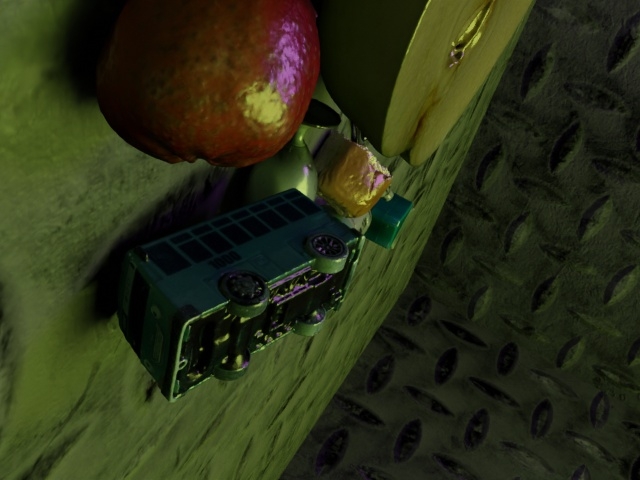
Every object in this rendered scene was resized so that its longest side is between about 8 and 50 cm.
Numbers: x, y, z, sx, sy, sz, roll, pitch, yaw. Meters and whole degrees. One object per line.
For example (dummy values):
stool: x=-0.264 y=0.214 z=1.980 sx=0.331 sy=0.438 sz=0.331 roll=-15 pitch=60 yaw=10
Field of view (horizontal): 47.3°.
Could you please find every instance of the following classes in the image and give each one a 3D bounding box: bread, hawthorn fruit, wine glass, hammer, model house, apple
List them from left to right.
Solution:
hawthorn fruit: x=-0.075 y=-0.148 z=0.537 sx=0.157 sy=0.157 sz=0.193 roll=48 pitch=53 yaw=-77
wine glass: x=-0.047 y=-0.074 z=0.913 sx=0.093 sy=0.093 sz=0.202 roll=-43 pitch=157 yaw=-56
bread: x=0.048 y=-0.099 z=1.163 sx=0.125 sy=0.082 sz=0.106 roll=42 pitch=68 yaw=-35
hammer: x=0.063 y=-0.200 z=1.245 sx=0.078 sy=0.021 sz=0.201 roll=-58 pitch=167 yaw=-17
model house: x=0.152 y=-0.054 z=1.747 sx=0.127 sy=0.101 sz=0.149 roll=-62 pitch=170 yaw=2
apple: x=0.150 y=-0.264 z=0.864 sx=0.360 sy=0.320 sz=0.311 roll=-59 pitch=-152 yaw=17

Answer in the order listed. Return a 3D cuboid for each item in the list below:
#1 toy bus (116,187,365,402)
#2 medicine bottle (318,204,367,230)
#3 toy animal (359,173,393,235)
toy bus: x=-0.088 y=0.047 z=0.781 sx=0.256 sy=0.147 sz=0.128 roll=-24 pitch=142 yaw=-42
medicine bottle: x=0.000 y=0.000 z=1.223 sx=0.352 sy=0.110 sz=0.110 roll=-41 pitch=156 yaw=-59
toy animal: x=0.058 y=-0.026 z=1.484 sx=0.255 sy=0.090 sz=0.169 roll=-54 pitch=161 yaw=-42
